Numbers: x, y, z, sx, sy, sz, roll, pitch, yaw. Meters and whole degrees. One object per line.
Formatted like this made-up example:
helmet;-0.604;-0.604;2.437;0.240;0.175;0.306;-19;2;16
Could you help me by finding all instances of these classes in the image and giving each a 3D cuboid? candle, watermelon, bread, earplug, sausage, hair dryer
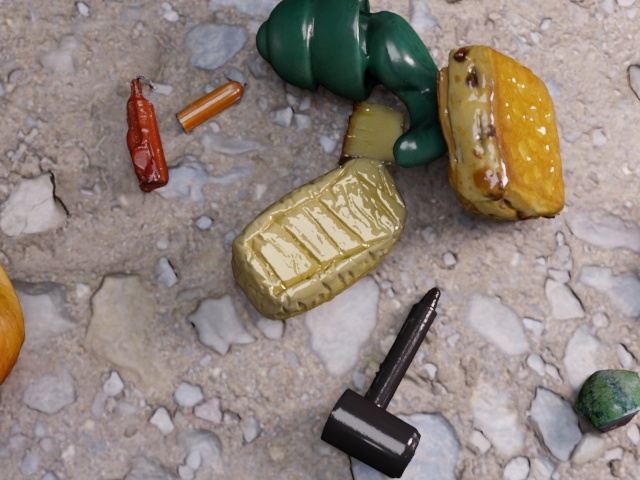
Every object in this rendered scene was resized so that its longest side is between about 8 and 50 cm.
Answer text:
candle;-0.232;-0.146;1.617;0.053;0.048;0.162;-2;71;-34
watermelon;0.376;0.203;1.546;0.072;0.092;0.085;25;82;-36
bread;0.074;-0.143;1.615;0.084;0.080;0.109;13;77;-2
bread;0.225;-0.124;1.553;0.099;0.235;0.211;-13;75;30
earplug;0.048;-0.220;1.597;0.280;0.164;0.258;8;84;11
bread;0.000;0.000;1.560;0.236;0.106;0.140;-33;78;-11
sausage;-0.144;-0.184;1.640;0.107;0.031;0.031;-35;80;-10
hair dryer;0.106;0.172;1.552;0.114;0.070;0.248;29;67;6

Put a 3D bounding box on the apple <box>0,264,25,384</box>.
apple;-0.513;0.094;1.424;0.275;0.299;0.299;-38;80;4
